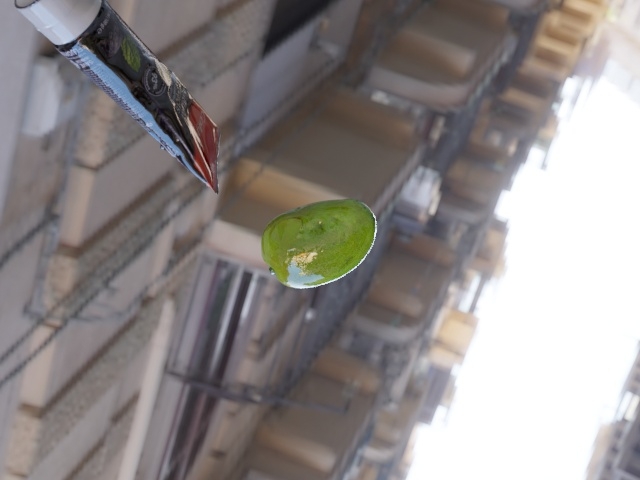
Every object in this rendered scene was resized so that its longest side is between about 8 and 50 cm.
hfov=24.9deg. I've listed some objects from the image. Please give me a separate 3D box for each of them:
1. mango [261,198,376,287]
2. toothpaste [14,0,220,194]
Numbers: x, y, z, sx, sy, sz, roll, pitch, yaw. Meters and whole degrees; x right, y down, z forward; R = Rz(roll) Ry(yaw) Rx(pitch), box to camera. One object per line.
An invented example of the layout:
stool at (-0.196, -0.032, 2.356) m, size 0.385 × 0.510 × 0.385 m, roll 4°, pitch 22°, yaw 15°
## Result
mango at (0.000, 0.000, 1.265) m, size 0.073 × 0.108 × 0.056 m, roll 62°, pitch -160°, yaw 0°
toothpaste at (-0.127, -0.113, 0.992) m, size 0.193 × 0.045 × 0.071 m, roll 46°, pitch -151°, yaw -35°
